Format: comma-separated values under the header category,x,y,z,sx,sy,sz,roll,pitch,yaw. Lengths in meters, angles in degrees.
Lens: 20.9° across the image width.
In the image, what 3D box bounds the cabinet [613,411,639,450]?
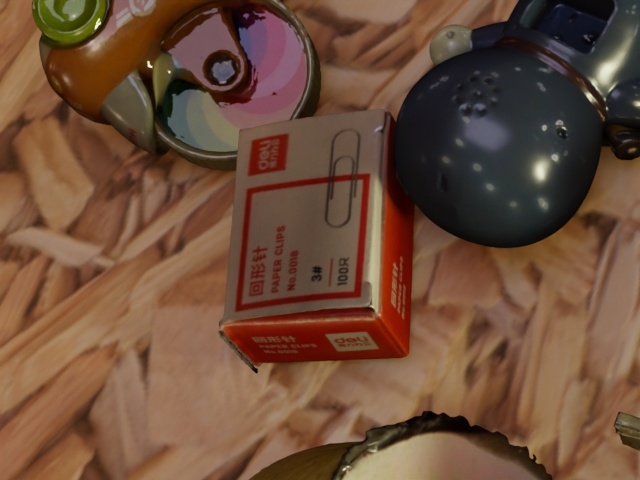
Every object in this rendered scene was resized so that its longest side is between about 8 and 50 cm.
category,x,y,z,sx,sy,sz,roll,pitch,yaw
cabinet,0.293,0.296,1.014,0.318,0.227,0.290,14,71,28

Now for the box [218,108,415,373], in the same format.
category,x,y,z,sx,sy,sz,roll,pitch,yaw
box,0.000,0.000,1.341,0.133,0.099,0.182,-4,63,20

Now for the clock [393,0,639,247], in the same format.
category,x,y,z,sx,sy,sz,roll,pitch,yaw
clock,0.158,-0.106,1.316,0.199,0.146,0.243,30,70,25

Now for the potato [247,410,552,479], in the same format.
category,x,y,z,sx,sy,sz,roll,pitch,yaw
potato,0.008,0.239,1.166,0.266,0.229,0.229,-25,52,46

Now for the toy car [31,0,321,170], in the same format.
category,x,y,z,sx,sy,sz,roll,pitch,yaw
toy car,-0.106,-0.153,1.450,0.235,0.145,0.235,-2,78,10
